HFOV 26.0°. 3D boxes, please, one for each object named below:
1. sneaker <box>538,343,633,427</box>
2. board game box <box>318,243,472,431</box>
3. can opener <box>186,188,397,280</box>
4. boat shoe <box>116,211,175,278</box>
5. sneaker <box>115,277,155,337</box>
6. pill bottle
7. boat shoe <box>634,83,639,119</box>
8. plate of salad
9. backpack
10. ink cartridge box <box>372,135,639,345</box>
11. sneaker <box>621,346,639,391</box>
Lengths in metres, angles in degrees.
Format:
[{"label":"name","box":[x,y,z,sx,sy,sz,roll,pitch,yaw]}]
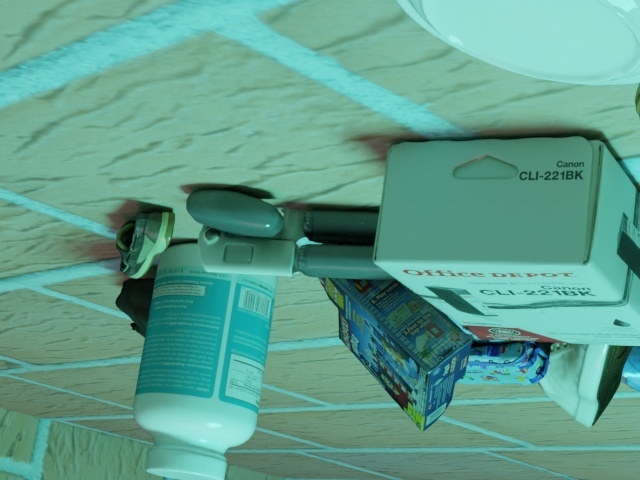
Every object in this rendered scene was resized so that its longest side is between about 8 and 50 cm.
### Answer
[{"label":"sneaker","box":[0.300,0.130,1.648,0.123,0.106,0.290,34,157,18]},{"label":"board game box","box":[0.070,0.087,1.465,0.194,0.060,0.194,49,165,20]},{"label":"can opener","box":[0.000,0.000,1.399,0.280,0.074,0.093,4,163,13]},{"label":"boat shoe","box":[-0.203,-0.001,1.543,0.049,0.056,0.152,18,152,-16]},{"label":"sneaker","box":[-0.183,0.109,1.851,0.130,0.109,0.286,13,159,17]},{"label":"pill bottle","box":[-0.138,0.145,1.621,0.146,0.264,0.146,8,163,2]},{"label":"boat shoe","box":[0.280,-0.097,0.935,0.068,0.072,0.190,15,163,-22]},{"label":"plate of salad","box":[0.138,-0.152,0.867,0.199,0.048,0.200,18,166,5]},{"label":"backpack","box":[0.172,0.083,1.527,0.158,0.117,0.173,1,159,22]},{"label":"ink cartridge box","box":[0.193,0.008,1.260,0.197,0.114,0.273,0,161,28]},{"label":"sneaker","box":[0.464,0.162,1.767,0.209,0.069,0.082,20,132,-15]}]
